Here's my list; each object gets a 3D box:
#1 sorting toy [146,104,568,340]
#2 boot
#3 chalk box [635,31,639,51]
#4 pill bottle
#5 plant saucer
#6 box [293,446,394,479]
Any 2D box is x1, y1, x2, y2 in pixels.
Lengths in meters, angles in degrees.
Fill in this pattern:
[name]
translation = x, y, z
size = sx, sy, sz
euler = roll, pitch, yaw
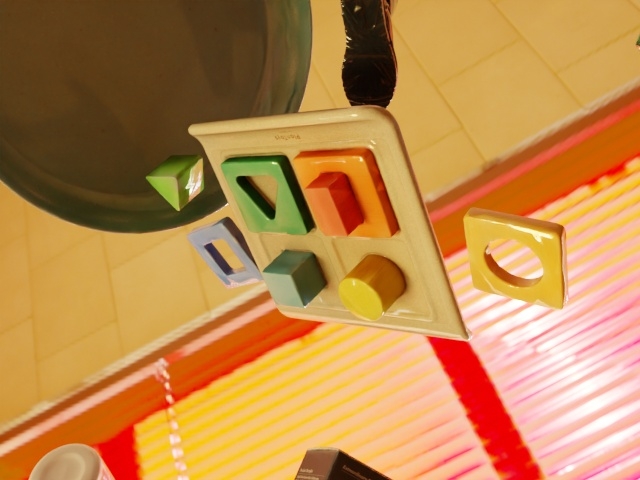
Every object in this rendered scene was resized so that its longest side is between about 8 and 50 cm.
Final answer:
[sorting toy]
translation = 0.000, 0.000, 0.559
size = 0.047, 0.348, 0.196
euler = -48, -55, -36
[boot]
translation = 0.043, -0.176, 0.647
size = 0.045, 0.099, 0.121
euler = -1, -58, 13
[chalk box]
translation = 0.369, -0.203, 0.690
size = 0.213, 0.132, 0.132
euler = -5, -62, -61
[pill bottle]
translation = -0.386, 0.445, 1.307
size = 0.121, 0.121, 0.216
euler = -19, -50, -5
[plant saucer]
translation = -0.144, -0.165, 0.619
size = 0.317, 0.044, 0.317
euler = -11, -72, -36
[box]
translation = 0.023, 0.410, 1.080
size = 0.153, 0.207, 0.108
euler = 34, -25, -15
